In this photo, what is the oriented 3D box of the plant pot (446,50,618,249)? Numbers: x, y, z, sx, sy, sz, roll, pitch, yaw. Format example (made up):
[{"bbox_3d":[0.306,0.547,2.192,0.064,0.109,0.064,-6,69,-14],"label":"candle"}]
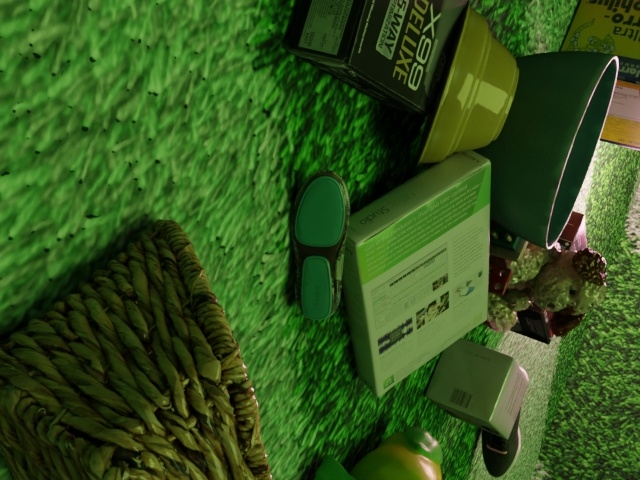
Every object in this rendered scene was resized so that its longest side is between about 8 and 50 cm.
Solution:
[{"bbox_3d":[0.296,-0.153,1.118,0.290,0.195,0.290,-48,149,-42],"label":"plant pot"}]

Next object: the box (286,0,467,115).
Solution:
[{"bbox_3d":[0.093,-0.310,0.806,0.242,0.076,0.307,9,99,-62],"label":"box"}]

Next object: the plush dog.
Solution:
[{"bbox_3d":[0.436,0.068,1.448,0.210,0.225,0.262,-53,158,-31],"label":"plush dog"}]

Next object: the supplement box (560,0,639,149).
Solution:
[{"bbox_3d":[0.657,-0.361,1.626,0.356,0.194,0.195,32,79,-61],"label":"supplement box"}]

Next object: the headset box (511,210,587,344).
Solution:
[{"bbox_3d":[0.539,0.068,1.776,0.293,0.110,0.218,-61,150,-16],"label":"headset box"}]

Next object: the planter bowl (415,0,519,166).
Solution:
[{"bbox_3d":[0.196,-0.187,0.962,0.217,0.090,0.217,17,90,-86],"label":"planter bowl"}]

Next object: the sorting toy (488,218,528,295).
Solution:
[{"bbox_3d":[0.291,-0.038,1.263,0.046,0.132,0.274,41,72,-52],"label":"sorting toy"}]

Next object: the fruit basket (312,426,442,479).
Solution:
[{"bbox_3d":[0.108,0.474,1.159,0.392,0.283,0.392,-25,133,-30],"label":"fruit basket"}]

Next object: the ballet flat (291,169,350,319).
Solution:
[{"bbox_3d":[0.000,0.000,0.870,0.070,0.070,0.188,-28,132,-51],"label":"ballet flat"}]

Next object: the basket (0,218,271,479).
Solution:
[{"bbox_3d":[-0.104,0.169,0.621,0.223,0.213,0.299,-43,141,-39],"label":"basket"}]

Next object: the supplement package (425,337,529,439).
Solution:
[{"bbox_3d":[0.326,0.304,1.525,0.134,0.139,0.244,-65,150,-12],"label":"supplement package"}]

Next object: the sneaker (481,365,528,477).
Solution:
[{"bbox_3d":[0.438,0.463,1.865,0.147,0.105,0.295,-4,105,-57],"label":"sneaker"}]

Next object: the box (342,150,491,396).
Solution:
[{"bbox_3d":[0.140,0.053,1.062,0.232,0.058,0.322,-31,138,-21],"label":"box"}]
